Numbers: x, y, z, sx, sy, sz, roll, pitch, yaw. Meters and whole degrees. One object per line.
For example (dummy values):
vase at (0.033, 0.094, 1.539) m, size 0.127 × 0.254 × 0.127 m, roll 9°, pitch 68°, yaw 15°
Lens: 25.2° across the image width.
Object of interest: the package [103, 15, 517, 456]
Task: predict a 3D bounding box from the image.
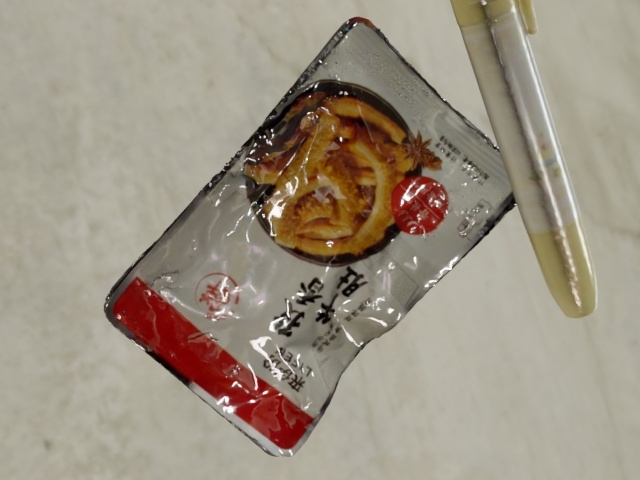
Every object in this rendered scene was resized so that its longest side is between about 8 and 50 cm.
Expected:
package at (0.000, 0.000, 0.867) m, size 0.154 × 0.239 × 0.030 m, roll 42°, pitch -4°, yaw -11°

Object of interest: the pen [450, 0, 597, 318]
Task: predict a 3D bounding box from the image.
pen at (0.101, -0.069, 0.711) m, size 0.032 × 0.040 × 0.233 m, roll -139°, pitch -153°, yaw -72°
